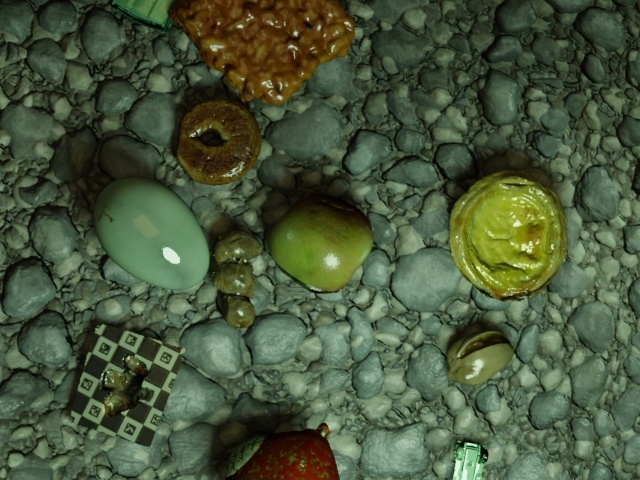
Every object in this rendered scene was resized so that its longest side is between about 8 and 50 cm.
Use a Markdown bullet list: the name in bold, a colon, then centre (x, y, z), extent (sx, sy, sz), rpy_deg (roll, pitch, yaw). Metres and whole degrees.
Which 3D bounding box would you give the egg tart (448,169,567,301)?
- **egg tart**: centre (0.394, -0.010, 1.913), extent (0.278, 0.095, 0.279), rpy_deg (0, 89, -7)

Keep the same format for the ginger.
- **ginger**: centre (-0.171, 0.079, 1.850), extent (0.104, 0.080, 0.204), rpy_deg (3, 82, -11)

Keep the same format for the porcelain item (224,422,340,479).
- **porcelain item**: centre (-0.052, 0.452, 1.744), extent (0.252, 0.253, 0.253), rpy_deg (1, 84, -6)

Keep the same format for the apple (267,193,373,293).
- **apple**: centre (0.000, 0.000, 1.838), extent (0.188, 0.174, 0.207), rpy_deg (36, 66, -4)

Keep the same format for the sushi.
- **sushi**: centre (-0.390, 0.291, 1.828), extent (0.192, 0.040, 0.210), rpy_deg (17, 85, 3)

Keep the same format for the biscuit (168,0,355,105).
- **biscuit**: centre (-0.112, -0.459, 1.892), extent (0.312, 0.110, 0.318), rpy_deg (-42, 96, -11)

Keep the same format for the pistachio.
- **pistachio**: centre (0.331, 0.244, 1.874), extent (0.149, 0.113, 0.113), rpy_deg (-15, 86, -14)

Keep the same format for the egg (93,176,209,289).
- **egg**: centre (-0.333, -0.011, 1.792), extent (0.183, 0.183, 0.264), rpy_deg (-45, 96, -8)

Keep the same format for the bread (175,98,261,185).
- **bread**: centre (-0.212, -0.206, 1.887), extent (0.193, 0.064, 0.193), rpy_deg (0, 83, 1)

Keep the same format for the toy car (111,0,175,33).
- **toy car**: centre (-0.321, -0.605, 1.897), extent (0.141, 0.097, 0.321), rpy_deg (25, 83, -3)

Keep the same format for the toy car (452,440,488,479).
- **toy car**: centre (0.301, 0.490, 1.868), extent (0.073, 0.054, 0.143), rpy_deg (9, 87, -3)
